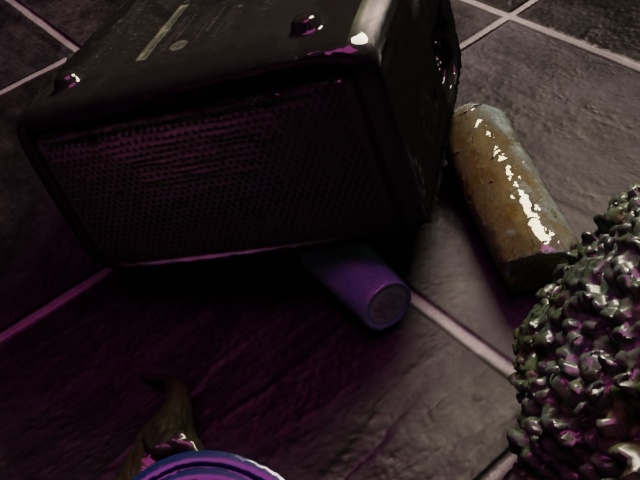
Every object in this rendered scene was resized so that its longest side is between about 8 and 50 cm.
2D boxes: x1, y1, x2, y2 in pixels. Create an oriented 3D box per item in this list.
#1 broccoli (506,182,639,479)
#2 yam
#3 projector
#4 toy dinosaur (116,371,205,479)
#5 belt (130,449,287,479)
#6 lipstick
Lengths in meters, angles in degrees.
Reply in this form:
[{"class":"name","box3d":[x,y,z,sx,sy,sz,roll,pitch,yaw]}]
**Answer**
[{"class":"broccoli","box3d":[0.298,0.122,0.619,0.280,0.348,0.294,23,91,-7]},{"class":"yam","box3d":[0.205,-0.050,0.892,0.093,0.093,0.259,-13,45,-1]},{"class":"projector","box3d":[-0.072,-0.179,0.918,0.404,0.242,0.395,-7,38,22]},{"class":"toy dinosaur","box3d":[-0.178,0.194,0.727,0.178,0.087,0.187,29,56,32]},{"class":"belt","box3d":[-0.049,0.317,0.528,0.212,0.117,0.347,-14,52,-7]},{"class":"lipstick","box3d":[0.000,0.000,0.905,0.068,0.061,0.274,-44,44,-2]}]
